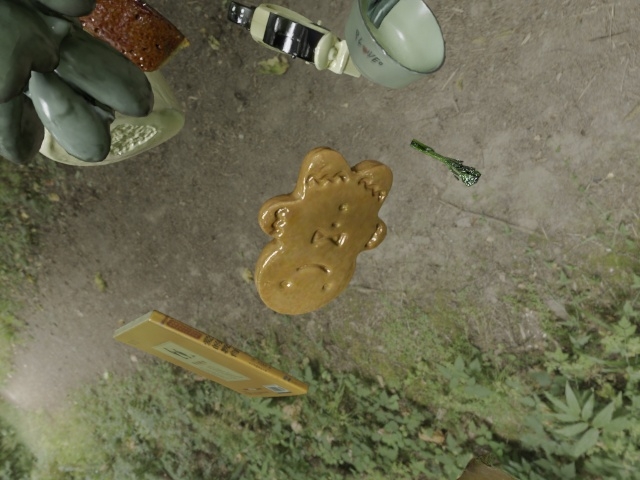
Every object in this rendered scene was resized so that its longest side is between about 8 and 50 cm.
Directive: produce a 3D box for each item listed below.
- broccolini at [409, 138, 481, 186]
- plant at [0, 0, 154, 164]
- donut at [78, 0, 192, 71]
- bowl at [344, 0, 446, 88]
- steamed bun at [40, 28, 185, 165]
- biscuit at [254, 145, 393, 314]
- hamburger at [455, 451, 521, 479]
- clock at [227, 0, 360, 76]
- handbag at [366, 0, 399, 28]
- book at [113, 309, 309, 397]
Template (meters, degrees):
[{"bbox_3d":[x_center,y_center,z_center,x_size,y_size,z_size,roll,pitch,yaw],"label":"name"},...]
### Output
[{"bbox_3d":[0.220,-0.138,0.725,0.140,0.030,0.035,27,118,-1],"label":"broccolini"},{"bbox_3d":[-0.229,-0.177,0.277,0.146,0.149,0.275,-14,139,3],"label":"plant"},{"bbox_3d":[-0.379,-0.399,0.671,0.295,0.151,0.112,31,92,-4],"label":"donut"},{"bbox_3d":[0.133,-0.389,0.798,0.211,0.211,0.112,50,149,-7],"label":"bowl"},{"bbox_3d":[-0.673,-0.417,1.191,0.290,0.456,0.371,-36,84,37],"label":"steamed bun"},{"bbox_3d":[0.001,0.001,0.769,0.355,0.275,0.052,-63,36,22],"label":"biscuit"},{"bbox_3d":[0.124,0.396,0.257,0.277,0.395,0.396,28,138,43],"label":"hamburger"},{"bbox_3d":[-0.069,-0.543,1.086,0.379,0.276,0.120,51,128,42],"label":"clock"},{"bbox_3d":[0.158,-0.330,0.365,0.079,0.247,0.260,50,167,-19],"label":"handbag"},{"bbox_3d":[-0.110,0.122,0.407,0.172,0.012,0.118,35,142,-25],"label":"book"}]
